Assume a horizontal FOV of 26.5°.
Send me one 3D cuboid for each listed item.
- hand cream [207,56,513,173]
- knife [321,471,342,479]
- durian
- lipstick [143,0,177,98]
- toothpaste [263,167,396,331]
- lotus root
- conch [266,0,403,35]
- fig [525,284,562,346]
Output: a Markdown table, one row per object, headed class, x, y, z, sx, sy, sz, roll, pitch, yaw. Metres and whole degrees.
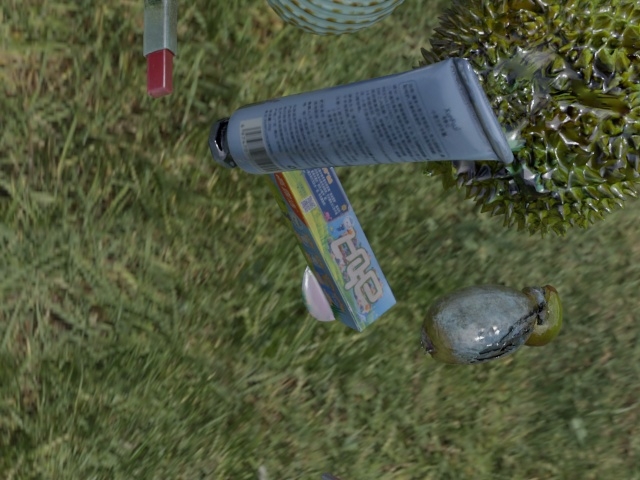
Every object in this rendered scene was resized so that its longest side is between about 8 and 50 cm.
| class | x | y | z | sx | sy | sz | roll | pitch | yaw |
| --- | --- | --- | --- | --- | --- | --- | --- | --- | --- |
| hand cream | 0.020 | -0.080 | 0.997 | 0.055 | 0.256 | 0.088 | -47 | 122 | -38 |
| knife | 0.119 | 0.396 | 1.818 | 0.053 | 0.278 | 0.123 | -43 | 129 | -42 |
| durian | 0.218 | -0.134 | 1.309 | 0.291 | 0.224 | 0.291 | -1 | 103 | -4 |
| lipstick | -0.220 | -0.353 | 1.884 | 0.051 | 0.051 | 0.312 | 5 | 98 | 25 |
| toothpaste | 0.000 | 0.000 | 1.259 | 0.070 | 0.044 | 0.193 | -38 | 121 | -20 |
| lotus root | 0.186 | 0.092 | 1.523 | 0.165 | 0.088 | 0.088 | -14 | 79 | -15 |
| conch | 0.027 | -0.218 | 1.041 | 0.102 | 0.153 | 0.135 | 56 | 50 | -36 |
| fig | 0.272 | 0.092 | 1.718 | 0.074 | 0.088 | 0.074 | 21 | 32 | -14 |
